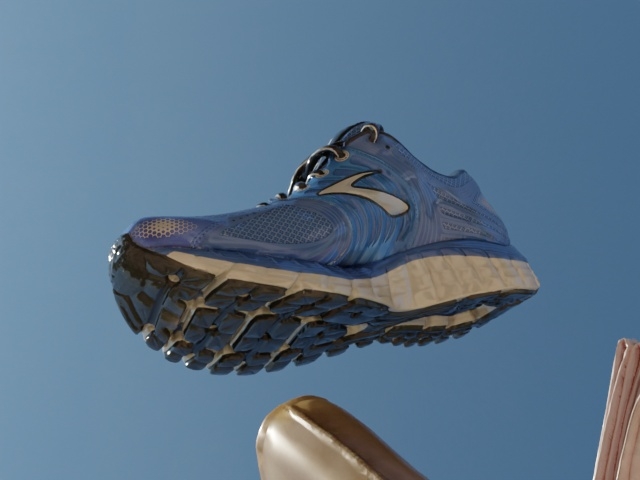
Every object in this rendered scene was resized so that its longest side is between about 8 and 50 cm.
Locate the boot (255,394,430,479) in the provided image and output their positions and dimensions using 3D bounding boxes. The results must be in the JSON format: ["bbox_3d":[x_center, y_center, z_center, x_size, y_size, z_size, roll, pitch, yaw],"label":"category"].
[{"bbox_3d":[0.078,0.208,0.497,0.089,0.269,0.236,-20,-75,-24],"label":"boot"}]

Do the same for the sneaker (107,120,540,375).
[{"bbox_3d":[0.000,0.000,0.735,0.130,0.330,0.147,-40,-119,43],"label":"sneaker"}]

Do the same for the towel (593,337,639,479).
[{"bbox_3d":[0.351,0.282,0.959,0.331,0.053,0.317,25,-107,-36],"label":"towel"}]
